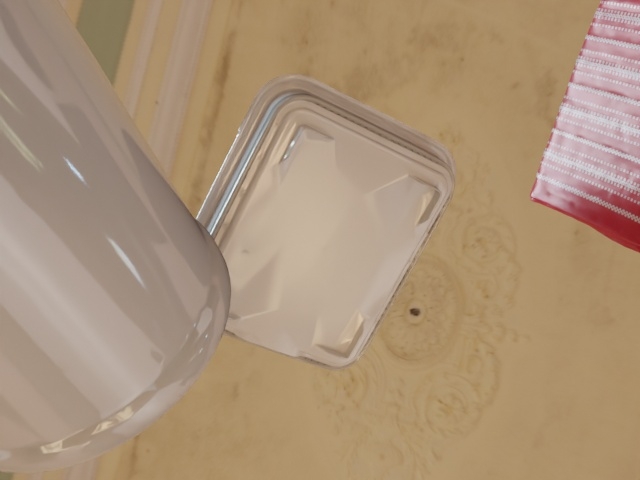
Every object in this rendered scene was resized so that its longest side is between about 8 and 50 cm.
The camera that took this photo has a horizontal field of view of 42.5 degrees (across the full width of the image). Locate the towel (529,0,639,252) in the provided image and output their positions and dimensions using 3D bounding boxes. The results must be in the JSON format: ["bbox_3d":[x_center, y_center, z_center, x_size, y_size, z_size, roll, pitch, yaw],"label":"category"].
[{"bbox_3d":[0.356,-0.142,0.959,0.031,0.199,0.275,8,-74,-32],"label":"towel"}]

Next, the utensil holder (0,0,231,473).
[{"bbox_3d":[-0.301,-0.029,0.725,0.327,0.385,0.328,-12,-134,13],"label":"utensil holder"}]

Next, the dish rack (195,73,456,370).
[{"bbox_3d":[0.000,0.000,0.989,0.285,0.072,0.333,22,-75,-24],"label":"dish rack"}]
